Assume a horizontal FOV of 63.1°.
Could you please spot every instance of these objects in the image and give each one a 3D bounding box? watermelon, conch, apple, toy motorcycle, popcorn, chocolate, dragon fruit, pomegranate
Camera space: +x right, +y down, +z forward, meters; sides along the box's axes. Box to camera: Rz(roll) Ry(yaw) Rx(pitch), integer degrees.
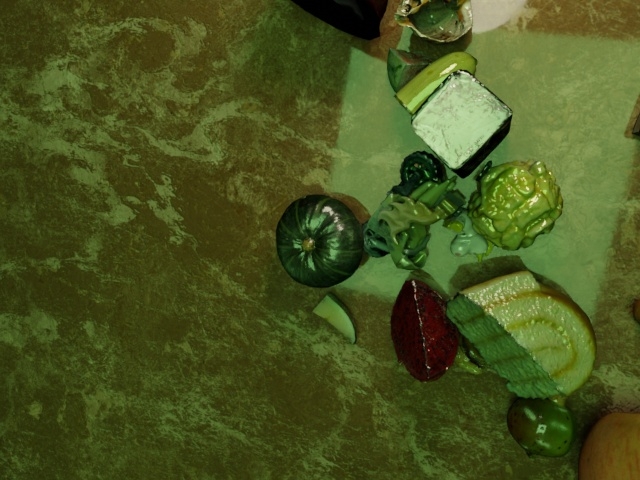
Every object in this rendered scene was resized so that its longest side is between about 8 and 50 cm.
[{"bbox_3d":[0.268,-0.543,1.580,0.158,0.121,0.098,-28,67,13],"label":"watermelon"},{"bbox_3d":[0.327,-0.673,1.515,0.291,0.159,0.210,-32,107,-12],"label":"conch"},{"bbox_3d":[0.900,0.634,1.426,0.363,0.364,0.365,2,97,15],"label":"apple"},{"bbox_3d":[0.269,-0.065,1.566,0.237,0.168,0.410,42,133,14],"label":"toy motorcycle"},{"bbox_3d":[0.559,-0.111,1.485,0.237,0.293,0.293,34,104,16],"label":"popcorn"},{"bbox_3d":[0.076,-0.802,1.473,0.383,0.383,0.332,32,102,9],"label":"chocolate"},{"bbox_3d":[0.329,0.296,1.646,0.151,0.205,0.317,3,67,-20],"label":"dragon fruit"},{"bbox_3d":[0.669,0.528,1.542,0.198,0.198,0.246,32,128,9],"label":"pomegranate"}]

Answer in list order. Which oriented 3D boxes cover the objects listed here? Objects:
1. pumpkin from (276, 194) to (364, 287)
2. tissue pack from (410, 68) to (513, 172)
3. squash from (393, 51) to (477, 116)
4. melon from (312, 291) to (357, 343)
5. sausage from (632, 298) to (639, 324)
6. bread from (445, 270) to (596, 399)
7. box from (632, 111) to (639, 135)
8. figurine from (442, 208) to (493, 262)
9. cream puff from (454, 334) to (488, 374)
[{"bbox_3d":[0.000,0.000,1.669,0.299,0.207,0.301,7,104,29],"label":"pumpkin"},{"bbox_3d":[0.390,-0.308,1.442,0.198,0.370,0.210,43,106,11],"label":"tissue pack"},{"bbox_3d":[0.352,-0.467,1.553,0.247,0.132,0.133,-40,85,14],"label":"squash"},{"bbox_3d":[0.066,0.263,1.760,0.182,0.054,0.098,38,111,9],"label":"melon"},{"bbox_3d":[1.015,0.256,1.476,0.270,0.109,0.109,32,104,9],"label":"sausage"},{"bbox_3d":[0.585,0.236,1.507,0.264,0.239,0.395,-39,84,-18],"label":"bread"},{"bbox_3d":[1.006,-0.414,1.403,0.198,0.084,0.311,17,101,13],"label":"box"},{"bbox_3d":[0.456,-0.011,1.604,0.129,0.109,0.178,-20,95,-5],"label":"figurine"},{"bbox_3d":[0.468,0.355,1.629,0.104,0.119,0.133,-44,72,37],"label":"cream puff"}]
